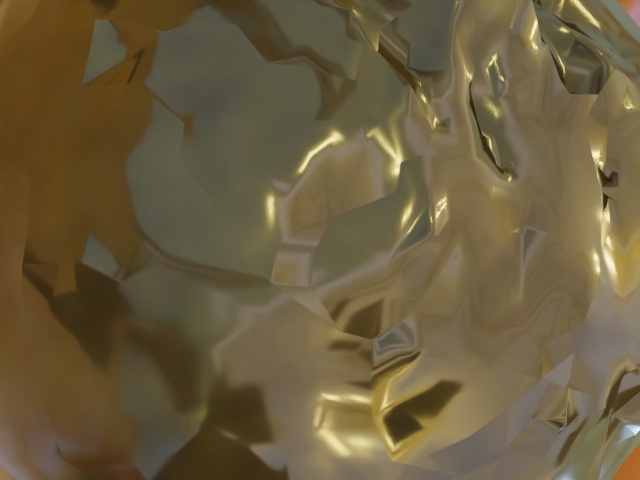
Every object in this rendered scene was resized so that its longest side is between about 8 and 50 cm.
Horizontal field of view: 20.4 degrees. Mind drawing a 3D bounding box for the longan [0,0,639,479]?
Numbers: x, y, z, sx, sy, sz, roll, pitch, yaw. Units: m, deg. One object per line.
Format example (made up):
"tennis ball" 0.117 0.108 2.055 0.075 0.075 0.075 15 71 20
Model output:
"longan" 0.000 0.000 0.863 0.391 0.391 0.391 -47 150 -38
